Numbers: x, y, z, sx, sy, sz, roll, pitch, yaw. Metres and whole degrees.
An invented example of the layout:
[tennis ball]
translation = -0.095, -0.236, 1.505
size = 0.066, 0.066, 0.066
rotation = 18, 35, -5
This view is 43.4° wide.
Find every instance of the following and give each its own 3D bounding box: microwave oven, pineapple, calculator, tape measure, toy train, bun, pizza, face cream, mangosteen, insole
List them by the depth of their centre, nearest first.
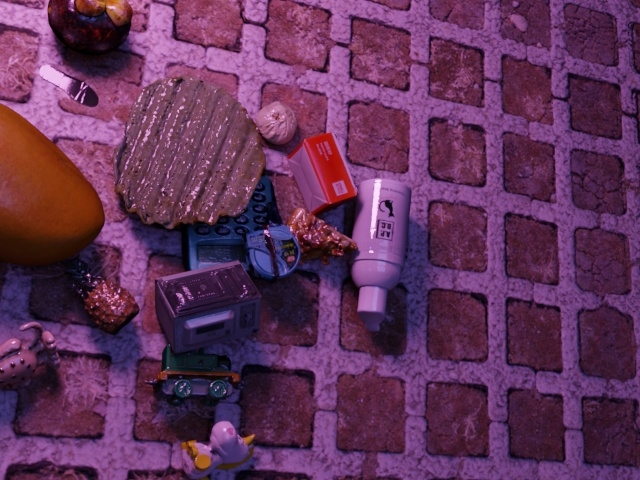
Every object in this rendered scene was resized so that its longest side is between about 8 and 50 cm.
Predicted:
[pineapple]
translation = -0.494, 0.114, 1.788
size = 0.108, 0.108, 0.198
rotation = -40, 85, -25
[microwave oven]
translation = -0.255, 0.147, 1.827
size = 0.208, 0.123, 0.162
rotation = -13, 41, -24
[toy train]
translation = -0.284, 0.303, 1.829
size = 0.227, 0.091, 0.136
rotation = 3, 65, -21
[mangosteen]
translation = -0.532, -0.541, 1.873
size = 0.192, 0.217, 0.192
rotation = 9, 67, -21
[tape measure]
translation = -0.113, 0.028, 1.913
size = 0.125, 0.081, 0.146
rotation = -12, 86, -21
[insole]
translation = -0.599, -0.369, 1.918
size = 0.152, 0.002, 0.053
rotation = 28, 68, -14
[calculator]
translation = -0.214, -0.041, 1.962
size = 0.248, 0.058, 0.274
rotation = 1, 75, -23
[pizza]
translation = 0.000, -0.002, 1.995
size = 0.193, 0.069, 0.154
rotation = 9, 67, 16
[face cream]
translation = 0.147, 0.039, 2.039
size = 0.145, 0.145, 0.370
rotation = 12, 71, -19
[bun]
translation = -0.108, -0.305, 2.066
size = 0.115, 0.069, 0.115
rotation = 6, 75, -22

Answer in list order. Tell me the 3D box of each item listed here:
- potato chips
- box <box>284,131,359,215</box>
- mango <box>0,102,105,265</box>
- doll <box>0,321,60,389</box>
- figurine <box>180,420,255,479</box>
[potato chips]
translation = -0.305, -0.214, 1.925
size = 0.358, 0.070, 0.429
rotation = 14, 61, 0
[box]
translation = 0.005, -0.169, 2.041
size = 0.099, 0.133, 0.182
rotation = -19, 83, -28
[mango]
translation = -0.674, -0.117, 1.705
size = 0.445, 0.232, 0.300
rotation = 34, 62, -21
[doll]
translation = -0.675, 0.273, 1.652
size = 0.278, 0.119, 0.154
rotation = -31, 133, -26
[figurine]
translation = -0.227, 0.477, 1.816
size = 0.178, 0.109, 0.130
rotation = -31, 116, -26
